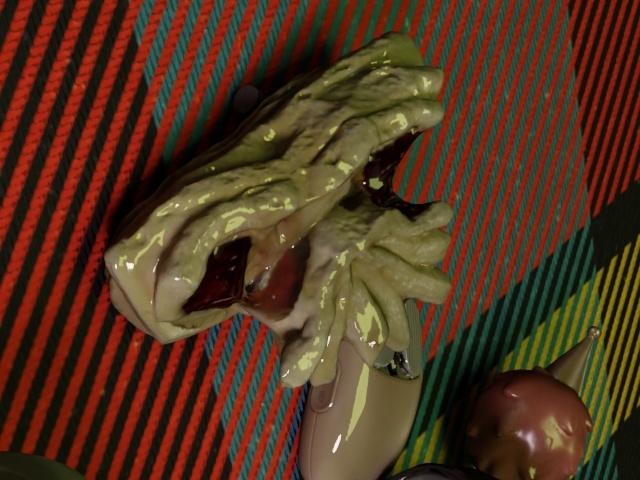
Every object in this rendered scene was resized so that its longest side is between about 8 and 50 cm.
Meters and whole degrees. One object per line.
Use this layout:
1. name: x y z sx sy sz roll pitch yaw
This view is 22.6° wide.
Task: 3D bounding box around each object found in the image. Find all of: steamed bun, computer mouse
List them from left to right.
1. steamed bun: 0.000 0.000 1.546 0.428 0.189 0.247 -37 141 -33
2. computer mouse: 0.049 0.171 1.760 0.145 0.082 0.237 23 80 -51

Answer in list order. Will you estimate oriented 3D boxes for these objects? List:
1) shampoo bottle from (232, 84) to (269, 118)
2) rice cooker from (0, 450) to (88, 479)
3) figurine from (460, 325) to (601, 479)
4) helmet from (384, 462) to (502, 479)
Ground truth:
1. shampoo bottle: -0.030 -0.112 1.628 0.165 0.040 0.080 29 78 -51
2. rice cooker: -0.268 0.333 1.223 0.288 0.288 0.277 -34 124 -44
3. figurine: 0.233 0.269 1.970 0.207 0.166 0.387 25 82 -14
4. helmet: 0.161 0.359 1.774 0.177 0.305 0.225 -8 62 -46
